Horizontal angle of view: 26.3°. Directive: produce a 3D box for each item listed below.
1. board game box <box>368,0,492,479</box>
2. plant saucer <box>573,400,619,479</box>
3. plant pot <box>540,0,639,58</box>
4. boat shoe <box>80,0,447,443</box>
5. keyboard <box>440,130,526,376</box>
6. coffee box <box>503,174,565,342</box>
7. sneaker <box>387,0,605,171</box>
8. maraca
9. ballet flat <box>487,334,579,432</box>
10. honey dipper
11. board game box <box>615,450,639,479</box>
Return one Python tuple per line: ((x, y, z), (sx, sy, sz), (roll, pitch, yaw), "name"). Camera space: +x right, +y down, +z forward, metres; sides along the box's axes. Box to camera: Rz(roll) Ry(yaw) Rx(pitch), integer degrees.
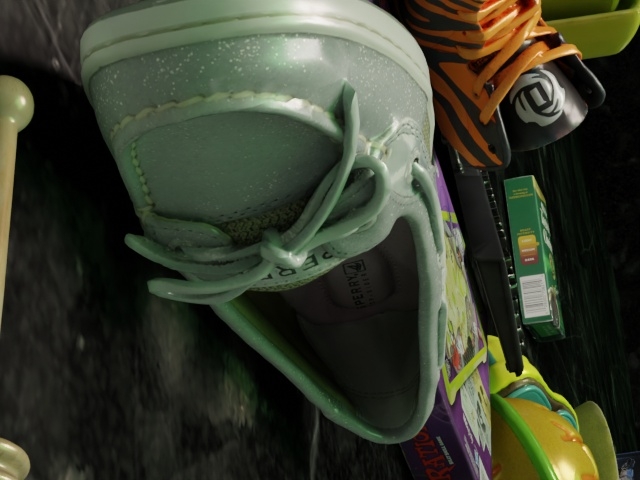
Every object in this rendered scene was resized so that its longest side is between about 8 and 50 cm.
((0.054, 0.006, 0.894), (0.208, 0.056, 0.347), (-79, 155, -45), "board game box")
((0.253, 0.280, 1.355), (0.241, 0.037, 0.241), (-179, -90, -89), "plant saucer")
((0.154, -0.252, 1.101), (0.227, 0.228, 0.207), (-55, 138, -67), "plant pot")
((-0.002, 0.001, 0.551), (0.320, 0.118, 0.103), (62, 17, -67), "boat shoe")
((0.130, -0.044, 1.150), (0.317, 0.033, 0.201), (-92, 164, -63), "keyboard")
((0.261, 0.023, 1.665), (0.113, 0.040, 0.184), (43, 39, -66), "coffee box")
((0.121, -0.155, 0.858), (0.180, 0.125, 0.321), (58, -9, 8), "sneaker")
((0.151, 0.171, 1.056), (0.185, 0.099, 0.127), (-127, -161, -60), "maraca")
((0.178, 0.147, 1.225), (0.077, 0.077, 0.231), (56, 1, 34), "ballet flat")
((-0.092, 0.020, 0.372), (0.030, 0.030, 0.160), (60, 20, -52), "honey dipper")
((0.345, 0.359, 1.511), (0.042, 0.165, 0.243), (45, 37, -65), "board game box")
